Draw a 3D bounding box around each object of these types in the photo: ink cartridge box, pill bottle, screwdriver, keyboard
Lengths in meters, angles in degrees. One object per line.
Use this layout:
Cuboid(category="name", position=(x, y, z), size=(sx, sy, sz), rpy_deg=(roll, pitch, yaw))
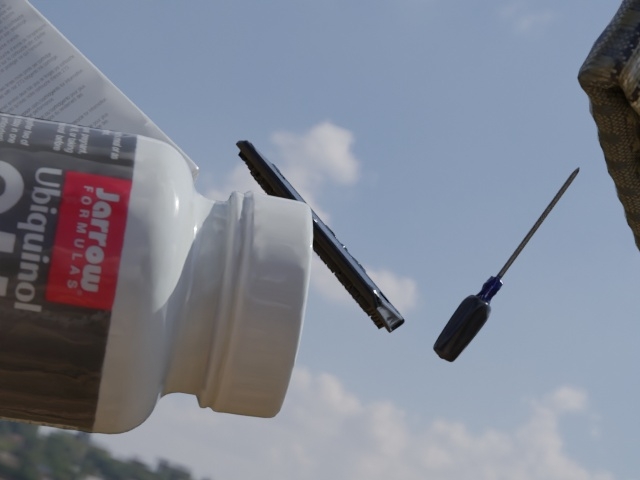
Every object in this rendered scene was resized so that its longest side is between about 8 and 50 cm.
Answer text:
Cuboid(category="ink cartridge box", position=(-0.281, -0.117, 1.214), size=(0.371, 0.176, 0.069), rpy_deg=(45, -28, 5))
Cuboid(category="pill bottle", position=(-0.172, 0.017, 0.945), size=(0.318, 0.176, 0.176), rpy_deg=(9, -9, -8))
Cuboid(category="screwdriver", position=(0.138, 0.018, 1.181), size=(0.024, 0.170, 0.025), rpy_deg=(36, -5, 42))
Cuboid(category="keyboard", position=(0.000, 0.000, 1.293), size=(0.180, 0.023, 0.108), rpy_deg=(51, 4, 22))

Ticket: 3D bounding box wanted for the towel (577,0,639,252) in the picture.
Cuboid(category="towel", position=(0.232, -0.089, 0.640), size=(0.056, 0.312, 0.324), rpy_deg=(27, -15, 34))
